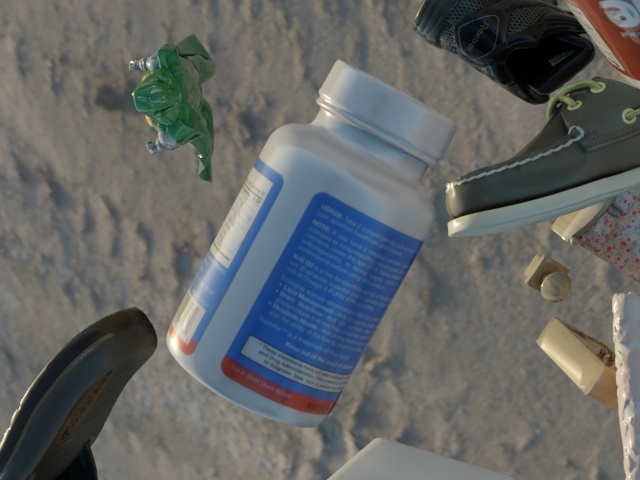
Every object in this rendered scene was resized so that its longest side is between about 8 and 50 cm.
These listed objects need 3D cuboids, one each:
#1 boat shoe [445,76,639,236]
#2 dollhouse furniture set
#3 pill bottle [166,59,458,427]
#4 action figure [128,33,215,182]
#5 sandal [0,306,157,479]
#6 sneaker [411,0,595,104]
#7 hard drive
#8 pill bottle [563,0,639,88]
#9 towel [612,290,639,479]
[{"bbox_3d":[0.224,-0.082,0.926,0.109,0.305,0.091,163,88,-78],"label":"boat shoe"},{"bbox_3d":[0.467,0.054,1.610,0.303,0.355,0.174,29,-169,-23],"label":"dollhouse furniture set"},{"bbox_3d":[0.000,0.000,0.808,0.124,0.124,0.221,33,98,27],"label":"pill bottle"},{"bbox_3d":[-0.122,-0.115,1.016,0.232,0.063,0.137,-87,-14,-88],"label":"action figure"},{"bbox_3d":[-0.133,0.129,0.594,0.060,0.090,0.219,38,105,8],"label":"sandal"},{"bbox_3d":[0.174,-0.176,1.030,0.130,0.227,0.087,40,117,11],"label":"sneaker"},{"bbox_3d":[0.049,0.320,1.282,0.203,0.307,0.040,10,119,38],"label":"hard drive"},{"bbox_3d":[0.180,-0.150,0.622,0.121,0.121,0.216,9,158,45],"label":"pill bottle"},{"bbox_3d":[0.485,0.238,1.558,0.053,0.317,0.332,-15,74,48],"label":"towel"}]
